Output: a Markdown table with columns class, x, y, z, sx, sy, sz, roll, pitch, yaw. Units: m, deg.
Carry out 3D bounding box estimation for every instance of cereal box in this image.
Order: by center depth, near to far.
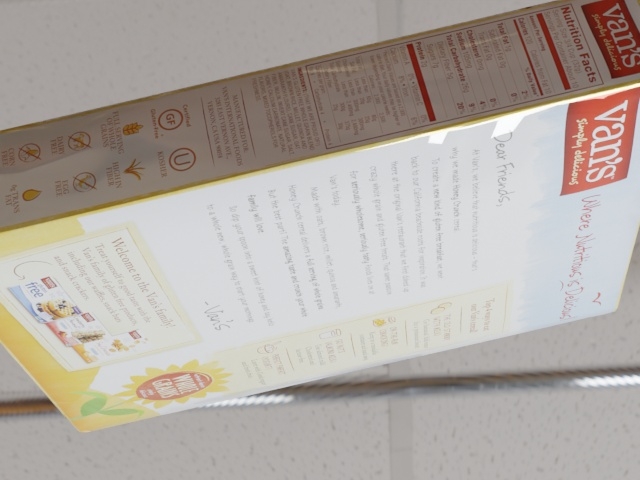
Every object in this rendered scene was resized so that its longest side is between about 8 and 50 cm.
| class | x | y | z | sx | sy | sz | roll | pitch | yaw |
| --- | --- | --- | --- | --- | --- | --- | --- | --- | --- |
| cereal box | 0.000 | 0.000 | 0.428 | 0.240 | 0.173 | 0.047 | -13 | -120 | -1 |
